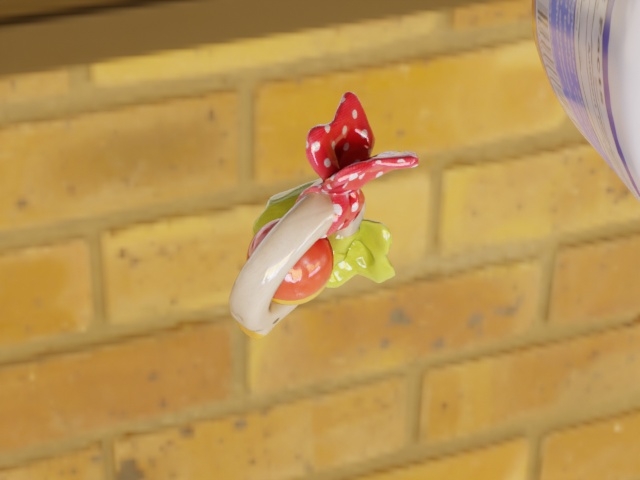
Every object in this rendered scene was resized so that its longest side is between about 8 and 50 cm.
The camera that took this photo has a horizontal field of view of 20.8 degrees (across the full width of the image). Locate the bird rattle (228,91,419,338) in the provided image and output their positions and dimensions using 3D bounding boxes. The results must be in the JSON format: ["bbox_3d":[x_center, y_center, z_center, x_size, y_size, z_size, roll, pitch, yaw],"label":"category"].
[{"bbox_3d":[0.000,0.000,1.592,0.143,0.253,0.207,41,-108,3],"label":"bird rattle"}]

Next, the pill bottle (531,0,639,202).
[{"bbox_3d":[0.147,-0.057,0.476,0.152,0.152,0.272,1,-167,-1],"label":"pill bottle"}]
